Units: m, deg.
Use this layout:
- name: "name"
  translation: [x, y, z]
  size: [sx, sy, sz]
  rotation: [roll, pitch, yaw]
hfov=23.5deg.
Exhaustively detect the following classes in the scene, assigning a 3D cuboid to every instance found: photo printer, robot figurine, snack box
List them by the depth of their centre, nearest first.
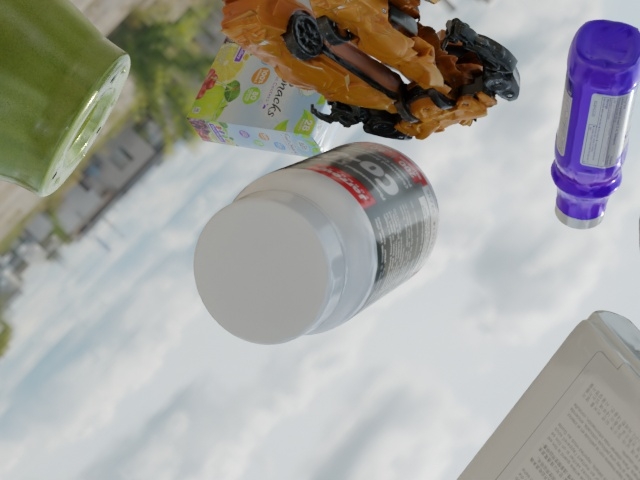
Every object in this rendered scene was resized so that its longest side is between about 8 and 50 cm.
- name: "robot figurine"
  translation: [0.058, -0.184, 1.466]
  size: [0.211, 0.291, 0.085]
  rotation: [-18, -120, 38]
- name: "photo printer"
  translation: [0.273, 0.264, 1.549]
  size: [0.107, 0.256, 0.307]
  rotation: [10, 121, -45]
- name: "snack box"
  translation: [-0.059, -0.213, 2.167]
  size: [0.207, 0.070, 0.174]
  rotation: [10, -116, 27]

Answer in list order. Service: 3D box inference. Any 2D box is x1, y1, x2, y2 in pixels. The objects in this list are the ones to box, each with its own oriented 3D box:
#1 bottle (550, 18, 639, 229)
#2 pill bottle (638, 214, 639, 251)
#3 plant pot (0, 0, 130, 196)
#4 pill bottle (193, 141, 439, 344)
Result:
- name: "bottle"
  translation: [0.341, -0.135, 1.922]
  size: [0.118, 0.092, 0.283]
  rotation: [-70, 166, -44]
- name: "pill bottle"
  translation: [0.546, 0.017, 1.846]
  size: [0.302, 0.169, 0.169]
  rotation: [-10, -159, 19]
- name: "plant pot"
  translation: [-0.471, -0.248, 2.156]
  size: [0.366, 0.353, 0.366]
  rotation: [-59, -179, 2]
- name: "pill bottle"
  translation: [0.000, 0.000, 1.499]
  size: [0.161, 0.161, 0.283]
  rotation: [-42, 174, 24]
